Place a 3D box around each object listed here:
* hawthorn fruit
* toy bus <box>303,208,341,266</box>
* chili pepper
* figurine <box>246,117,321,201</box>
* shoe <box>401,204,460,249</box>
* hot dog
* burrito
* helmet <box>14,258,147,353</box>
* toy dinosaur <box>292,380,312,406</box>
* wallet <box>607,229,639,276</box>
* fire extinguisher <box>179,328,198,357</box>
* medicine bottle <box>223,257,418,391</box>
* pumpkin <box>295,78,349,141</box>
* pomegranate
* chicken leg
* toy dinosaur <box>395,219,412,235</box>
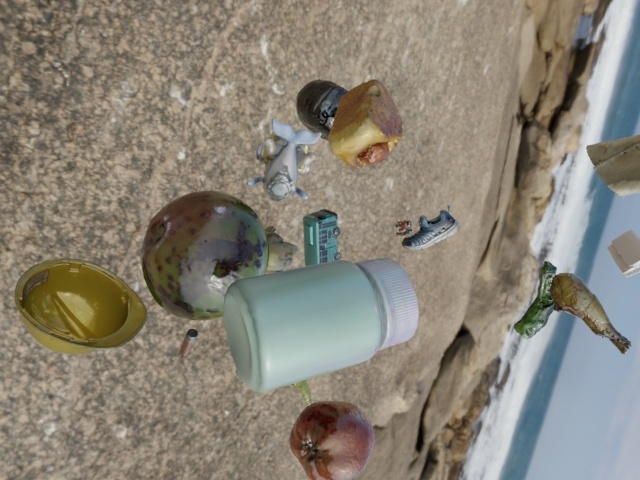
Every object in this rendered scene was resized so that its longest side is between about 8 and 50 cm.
[{"bbox_3d":[0.043,0.394,0.930,0.204,0.163,0.162,-4,109,-49],"label":"hawthorn fruit"},{"bbox_3d":[0.000,0.000,1.268,0.092,0.079,0.160,-14,114,-32],"label":"toy bus"},{"bbox_3d":[0.470,0.126,0.974,0.073,0.050,0.182,1,110,-23],"label":"chili pepper"},{"bbox_3d":[-0.071,-0.167,0.939,0.208,0.129,0.183,121,-20,-51],"label":"figurine"},{"bbox_3d":[0.368,-0.039,1.573,0.106,0.207,0.091,57,12,-9],"label":"shoe"},{"bbox_3d":[0.115,-0.267,1.109,0.153,0.151,0.256,49,36,-29],"label":"hot dog"},{"bbox_3d":[0.452,-0.107,0.574,0.061,0.226,0.086,-6,88,-31],"label":"burrito"},{"bbox_3d":[-0.514,0.166,0.971,0.140,0.257,0.205,-55,-177,34],"label":"helmet"},{"bbox_3d":[-0.084,0.415,1.457,0.094,0.153,0.258,-17,94,-42],"label":"toy dinosaur"},{"bbox_3d":[0.585,0.023,0.865,0.061,0.025,0.122,-44,-175,29],"label":"wallet"},{"bbox_3d":[-0.265,0.208,0.918,0.083,0.023,0.028,-60,-173,35],"label":"fire extinguisher"},{"bbox_3d":[0.000,0.100,0.593,0.226,0.139,0.139,-10,117,-24],"label":"medicine bottle"},{"bbox_3d":[0.029,-0.404,1.444,0.162,0.233,0.233,-59,150,8],"label":"pumpkin"},{"bbox_3d":[-0.192,0.035,0.863,0.242,0.243,0.306,-70,159,-4],"label":"pomegranate"},{"bbox_3d":[0.509,0.139,0.870,0.070,0.178,0.093,-36,156,-14],"label":"chicken leg"},{"bbox_3d":[0.291,-0.043,1.599,0.154,0.055,0.049,79,3,-77],"label":"toy dinosaur"}]
